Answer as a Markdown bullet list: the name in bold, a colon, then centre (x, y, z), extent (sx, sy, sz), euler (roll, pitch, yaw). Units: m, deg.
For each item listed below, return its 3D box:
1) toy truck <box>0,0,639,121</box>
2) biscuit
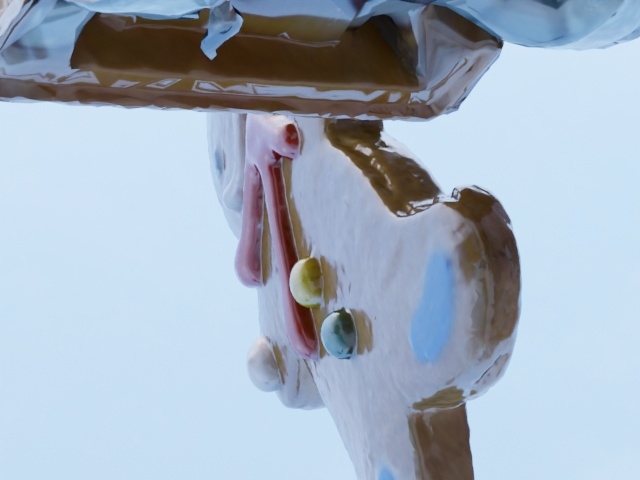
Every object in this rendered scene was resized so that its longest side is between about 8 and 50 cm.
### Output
- **toy truck**: centre (0.051, -0.208, 0.372), extent (0.173, 0.387, 0.207), euler (-1, -127, -45)
- **biscuit**: centre (-0.002, 0.000, 0.829), extent (0.049, 0.205, 0.324), euler (-4, -144, -17)
